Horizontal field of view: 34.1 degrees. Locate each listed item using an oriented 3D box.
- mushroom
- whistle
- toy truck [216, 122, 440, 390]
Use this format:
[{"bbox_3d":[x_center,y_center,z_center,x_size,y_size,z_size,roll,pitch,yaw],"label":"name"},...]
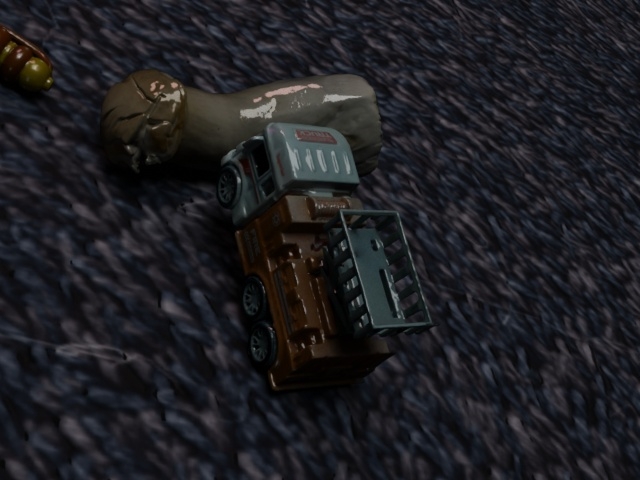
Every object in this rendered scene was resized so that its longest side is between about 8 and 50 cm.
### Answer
[{"bbox_3d":[-0.059,-0.086,0.792,0.223,0.092,0.081,-1,84,-29],"label":"mushroom"},{"bbox_3d":[-0.245,-0.144,0.766,0.109,0.057,0.046,34,82,-16],"label":"whistle"},{"bbox_3d":[-0.001,0.000,0.699,0.080,0.115,0.178,0,64,-36],"label":"toy truck"}]
